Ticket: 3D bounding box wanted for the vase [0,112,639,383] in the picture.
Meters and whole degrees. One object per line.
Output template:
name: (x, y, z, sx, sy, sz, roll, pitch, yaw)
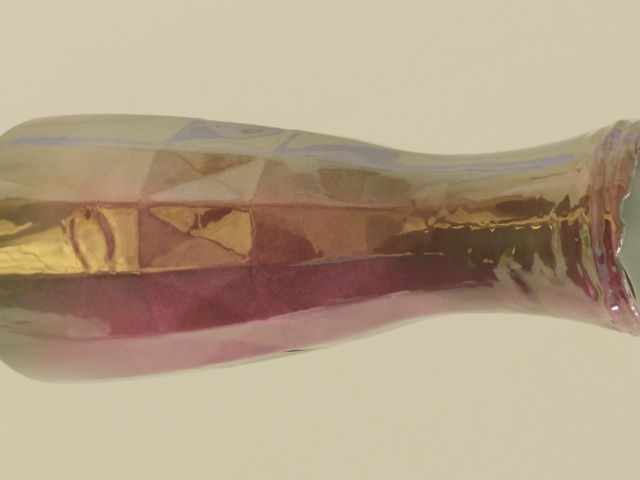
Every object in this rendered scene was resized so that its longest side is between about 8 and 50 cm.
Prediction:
vase: (0.000, 0.000, 0.512, 0.214, 0.086, 0.086, -2, -99, 32)
